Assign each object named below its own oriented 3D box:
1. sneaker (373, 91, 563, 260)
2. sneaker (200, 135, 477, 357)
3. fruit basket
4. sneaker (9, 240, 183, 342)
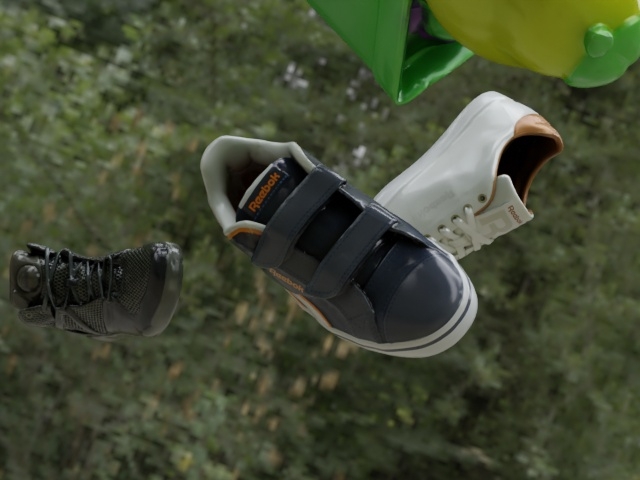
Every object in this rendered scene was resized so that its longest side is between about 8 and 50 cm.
[{"bbox_3d":[0.135,-0.023,1.510,0.123,0.290,0.106,32,-9,44],"label":"sneaker"},{"bbox_3d":[0.000,0.000,1.388,0.321,0.126,0.127,29,-14,39],"label":"sneaker"},{"bbox_3d":[0.152,-0.278,1.207,0.392,0.283,0.392,30,-39,28],"label":"fruit basket"},{"bbox_3d":[-0.216,0.045,1.394,0.130,0.087,0.227,12,-14,-29],"label":"sneaker"}]
